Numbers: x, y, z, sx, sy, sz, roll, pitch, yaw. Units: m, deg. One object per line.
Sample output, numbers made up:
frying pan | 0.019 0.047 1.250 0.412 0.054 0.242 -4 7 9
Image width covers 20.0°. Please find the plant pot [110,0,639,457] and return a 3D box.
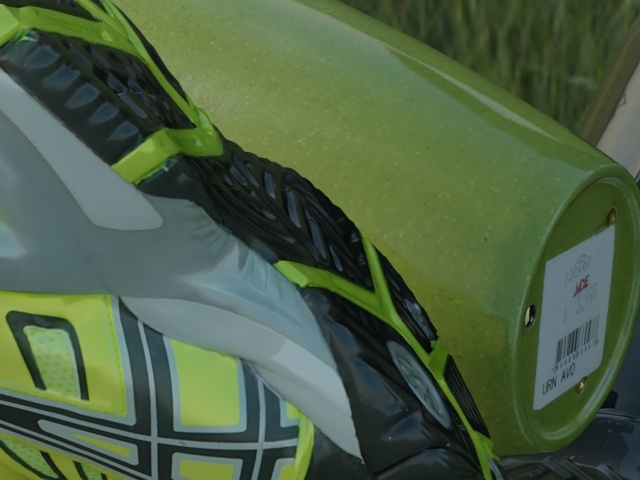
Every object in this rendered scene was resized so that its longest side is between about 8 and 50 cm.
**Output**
plant pot | 0.000 0.000 0.897 0.293 0.275 0.275 15 45 30

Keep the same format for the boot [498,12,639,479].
boot | 0.150 -0.003 1.157 0.367 0.146 0.445 -2 47 38

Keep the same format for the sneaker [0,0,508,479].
sneaker | -0.059 0.041 0.670 0.147 0.385 0.145 -39 27 12
